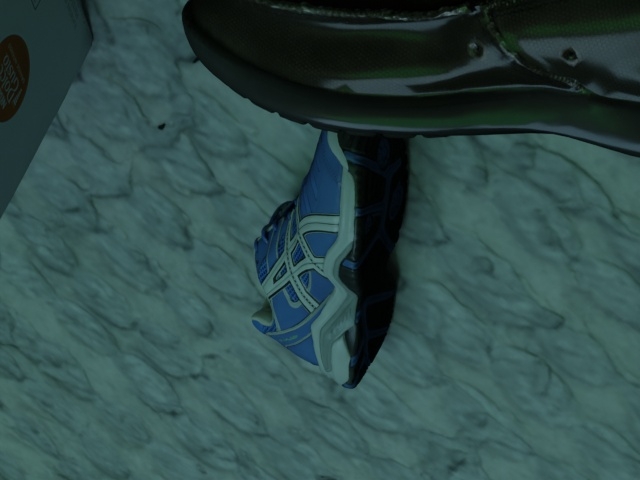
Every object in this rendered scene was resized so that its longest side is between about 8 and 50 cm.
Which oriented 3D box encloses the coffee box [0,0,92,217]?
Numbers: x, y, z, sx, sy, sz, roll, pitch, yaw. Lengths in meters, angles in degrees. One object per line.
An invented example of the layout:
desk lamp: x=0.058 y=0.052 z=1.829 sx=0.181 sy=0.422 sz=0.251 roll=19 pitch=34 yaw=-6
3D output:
coffee box: x=-0.370 y=-0.119 z=0.910 sx=0.338 sy=0.334 sz=0.337 roll=11 pitch=147 yaw=18

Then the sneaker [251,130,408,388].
sneaker: x=0.000 y=0.000 z=1.013 sx=0.081 sy=0.080 sz=0.211 roll=21 pitch=133 yaw=16

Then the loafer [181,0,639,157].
loafer: x=0.101 y=-0.124 z=0.823 sx=0.366 sy=0.134 sz=0.130 roll=8 pitch=118 yaw=24
